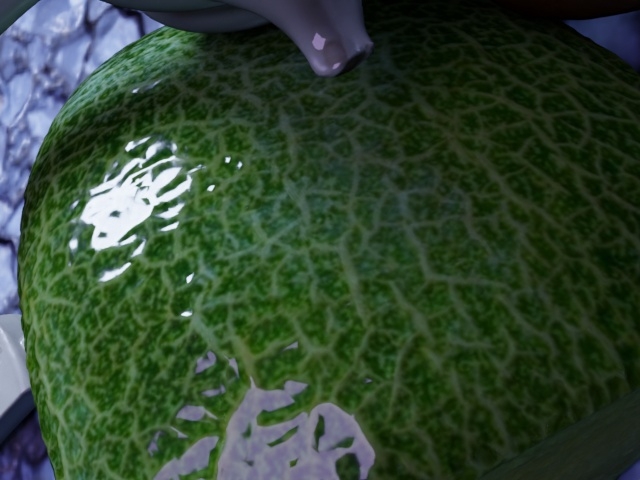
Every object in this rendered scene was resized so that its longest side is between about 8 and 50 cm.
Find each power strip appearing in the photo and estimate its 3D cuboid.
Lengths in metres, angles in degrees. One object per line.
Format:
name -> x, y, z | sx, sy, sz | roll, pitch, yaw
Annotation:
power strip -> -0.241, 0.130, 1.050 | 0.253, 0.027, 0.060 | -47, 57, 20

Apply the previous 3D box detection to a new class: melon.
melon -> 0.000, 0.000, 0.790 | 0.331, 0.226, 0.343 | -34, 64, -3

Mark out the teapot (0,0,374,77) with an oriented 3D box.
teapot -> -0.094, -0.166, 0.766 | 0.318, 0.149, 0.220 | -4, 43, 26

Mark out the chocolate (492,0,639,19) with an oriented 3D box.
chocolate -> 0.129, -0.178, 0.757 | 0.176, 0.176, 0.177 | -9, 75, 36
